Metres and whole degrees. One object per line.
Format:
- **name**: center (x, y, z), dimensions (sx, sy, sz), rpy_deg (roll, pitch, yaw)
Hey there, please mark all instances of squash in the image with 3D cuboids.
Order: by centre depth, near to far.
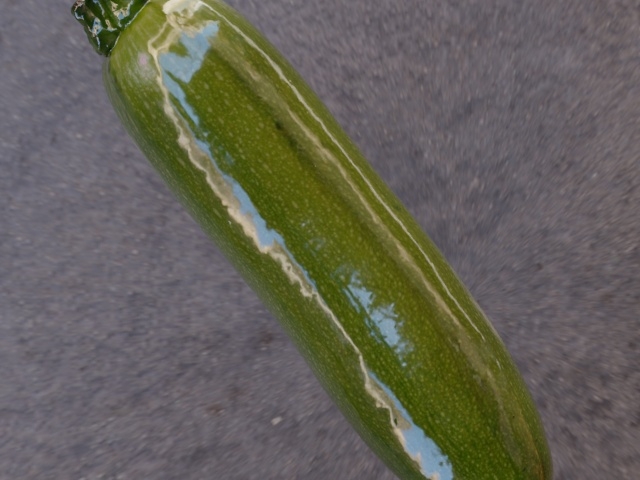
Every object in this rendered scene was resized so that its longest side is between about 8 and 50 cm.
- **squash**: center (0.000, 0.000, 0.496), dimensions (0.069, 0.069, 0.258), rpy_deg (-37, 90, 3)
